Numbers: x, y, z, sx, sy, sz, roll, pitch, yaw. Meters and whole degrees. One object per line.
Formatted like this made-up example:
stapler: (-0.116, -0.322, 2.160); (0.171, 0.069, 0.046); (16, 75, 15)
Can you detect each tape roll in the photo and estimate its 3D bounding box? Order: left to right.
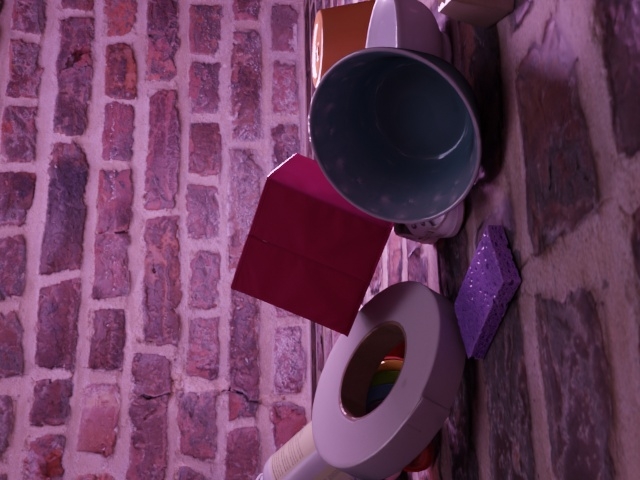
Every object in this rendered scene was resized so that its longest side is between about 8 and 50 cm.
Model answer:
tape roll: (0.123, 0.262, 1.372); (0.392, 0.072, 0.392); (-47, 24, 28)

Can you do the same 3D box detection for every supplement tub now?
supplement tub: (0.010, 0.562, 1.721); (0.325, 0.235, 0.235); (-43, 20, 9)

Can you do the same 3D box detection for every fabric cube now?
fabric cube: (0.000, 0.000, 1.482); (0.254, 0.258, 0.259); (-59, -9, -69)

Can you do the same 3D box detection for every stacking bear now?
stacking bear: (0.154, 0.323, 1.542); (0.289, 0.175, 0.164); (-87, 7, -48)

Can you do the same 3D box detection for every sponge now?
sponge: (0.268, 0.088, 1.168); (0.210, 0.031, 0.117); (99, 169, -47)

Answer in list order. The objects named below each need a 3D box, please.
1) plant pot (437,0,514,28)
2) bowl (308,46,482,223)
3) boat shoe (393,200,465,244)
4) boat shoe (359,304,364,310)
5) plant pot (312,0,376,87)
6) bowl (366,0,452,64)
plant pot: (0.245, -0.410, 1.146); (0.109, 0.096, 0.109); (-172, 84, -82)
bowl: (0.152, -0.201, 1.245); (0.163, 0.311, 0.311); (-44, -32, -49)
boat shoe: (0.204, -0.047, 1.391); (0.277, 0.096, 0.098); (116, 153, -72)
boat shoe: (0.130, 0.262, 1.884); (0.116, 0.096, 0.324); (-47, 18, 4)
plant pot: (0.090, -0.490, 1.861); (0.291, 0.203, 0.291); (180, 90, -82)
bowl: (0.181, -0.354, 1.449); (0.298, 0.134, 0.298); (-179, 90, -82)
